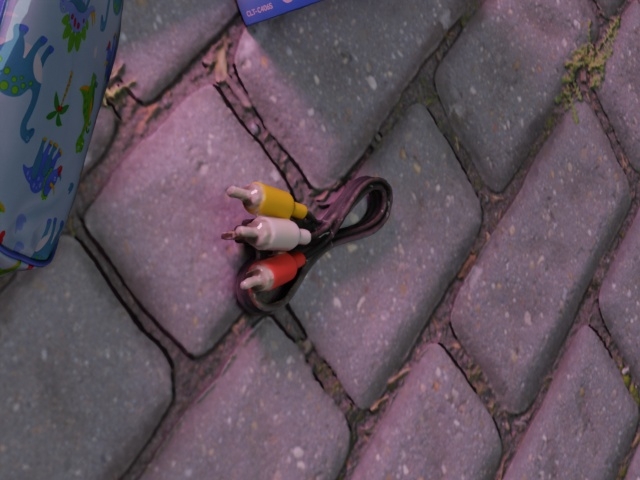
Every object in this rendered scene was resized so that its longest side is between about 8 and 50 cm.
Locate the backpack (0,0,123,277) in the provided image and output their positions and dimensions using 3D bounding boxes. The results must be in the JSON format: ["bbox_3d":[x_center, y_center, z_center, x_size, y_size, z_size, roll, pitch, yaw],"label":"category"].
[{"bbox_3d":[-0.263,-0.142,0.846,0.273,0.290,0.356,30,81,4],"label":"backpack"}]

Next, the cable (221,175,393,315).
[{"bbox_3d":[0.000,0.000,1.292,0.287,0.072,0.140,-9,96,-47],"label":"cable"}]

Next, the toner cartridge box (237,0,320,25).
[{"bbox_3d":[0.070,-0.334,1.351,0.348,0.165,0.075,-32,105,-45],"label":"toner cartridge box"}]
